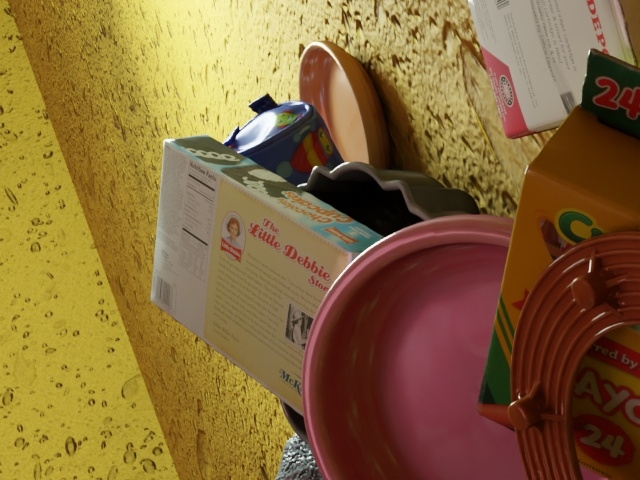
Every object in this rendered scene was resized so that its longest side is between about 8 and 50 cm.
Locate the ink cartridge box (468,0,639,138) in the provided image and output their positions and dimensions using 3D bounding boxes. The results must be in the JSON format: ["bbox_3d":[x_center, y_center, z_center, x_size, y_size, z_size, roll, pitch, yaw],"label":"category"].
[{"bbox_3d":[0.194,-0.170,1.100,0.218,0.092,0.158,169,85,-74],"label":"ink cartridge box"}]

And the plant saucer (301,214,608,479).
[{"bbox_3d":[0.146,0.136,1.285,0.332,0.084,0.332,7,106,27],"label":"plant saucer"}]

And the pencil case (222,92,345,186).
[{"bbox_3d":[-0.009,-0.005,1.673,0.133,0.119,0.306,-10,117,34],"label":"pencil case"}]

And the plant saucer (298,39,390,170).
[{"bbox_3d":[0.029,-0.128,1.715,0.200,0.037,0.200,165,90,-72],"label":"plant saucer"}]

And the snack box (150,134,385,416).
[{"bbox_3d":[-0.057,0.034,1.517,0.322,0.060,0.187,32,122,45],"label":"snack box"}]

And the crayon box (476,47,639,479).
[{"bbox_3d":[0.228,0.044,1.047,0.202,0.081,0.318,26,140,20],"label":"crayon box"}]

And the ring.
[{"bbox_3d":[0.222,0.158,0.957,0.336,0.032,0.336,36,136,45],"label":"ring"}]

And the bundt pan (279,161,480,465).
[{"bbox_3d":[0.082,0.079,1.496,0.331,0.124,0.331,17,111,51],"label":"bundt pan"}]

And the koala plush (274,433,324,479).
[{"bbox_3d":[0.072,0.241,1.692,0.221,0.203,0.196,-45,62,56],"label":"koala plush"}]
